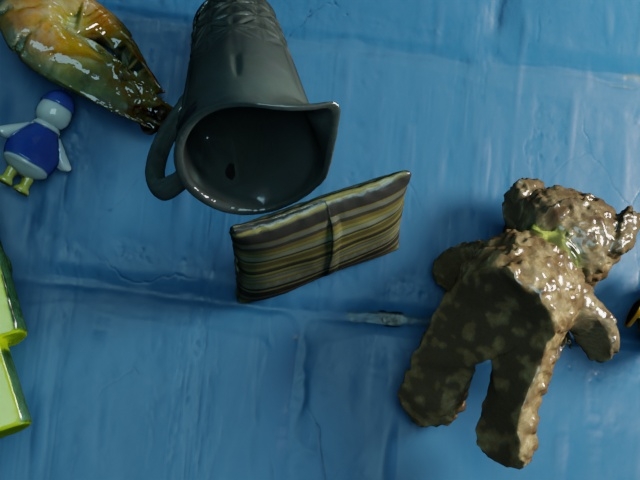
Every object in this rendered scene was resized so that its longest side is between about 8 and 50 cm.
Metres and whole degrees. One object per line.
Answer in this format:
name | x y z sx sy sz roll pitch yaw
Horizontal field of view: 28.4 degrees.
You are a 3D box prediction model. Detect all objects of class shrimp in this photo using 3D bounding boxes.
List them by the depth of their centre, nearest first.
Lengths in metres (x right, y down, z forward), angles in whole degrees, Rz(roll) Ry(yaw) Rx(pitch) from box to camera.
shrimp | -0.262 -0.215 1.509 0.267 0.061 0.145 36 45 -2

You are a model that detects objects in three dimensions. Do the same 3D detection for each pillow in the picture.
pillow | 0.000 0.000 1.430 0.208 0.212 0.052 -18 67 -8

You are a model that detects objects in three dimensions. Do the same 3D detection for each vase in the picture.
vase | -0.097 -0.162 1.422 0.251 0.300 0.156 -32 126 18

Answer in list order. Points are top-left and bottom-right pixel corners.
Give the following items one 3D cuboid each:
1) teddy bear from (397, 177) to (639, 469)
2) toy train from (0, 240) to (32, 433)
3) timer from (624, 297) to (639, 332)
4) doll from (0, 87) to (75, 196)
teddy bear | 0.234 0.086 1.482 0.246 0.222 0.296 24 111 28
toy train | -0.474 0.068 1.392 0.272 0.179 0.442 -17 82 -17
timer | 0.433 0.085 1.514 0.109 0.107 0.107 26 78 3
doll | -0.330 -0.123 1.493 0.099 0.058 0.143 30 77 -22
